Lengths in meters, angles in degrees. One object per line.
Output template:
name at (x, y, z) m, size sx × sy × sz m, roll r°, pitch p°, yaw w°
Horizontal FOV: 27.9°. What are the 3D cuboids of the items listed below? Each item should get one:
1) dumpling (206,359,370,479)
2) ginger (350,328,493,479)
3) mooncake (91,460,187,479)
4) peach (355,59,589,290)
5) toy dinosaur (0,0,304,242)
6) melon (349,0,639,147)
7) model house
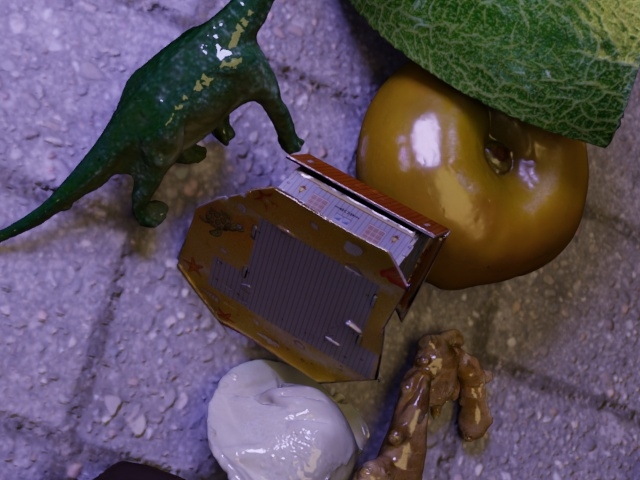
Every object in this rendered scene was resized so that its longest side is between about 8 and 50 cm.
dumpling at (-0.038, 0.178, 1.179) m, size 0.111 × 0.181 × 0.155 m, roll -43°, pitch 73°, yaw 6°
ginger at (0.100, 0.177, 1.284) m, size 0.193 × 0.052 × 0.176 m, roll 3°, pitch 86°, yaw -46°
mooncake at (-0.281, 0.312, 0.978) m, size 0.394 × 0.393 × 0.246 m, roll -2°, pitch 87°, yaw 11°
peach at (0.150, -0.074, 1.278) m, size 0.251 × 0.153 × 0.251 m, roll 10°, pitch 67°, yaw -25°
toy dinosaur at (-0.115, -0.164, 1.070) m, size 0.447 × 0.087 × 0.301 m, roll -31°, pitch 143°, yaw -16°
melon at (0.151, -0.229, 1.210) m, size 0.323 × 0.124 × 0.196 m, roll 20°, pitch 99°, yaw 9°
model house at (0.000, 0.000, 1.173) m, size 0.219 × 0.207 × 0.136 m, roll 29°, pitch 49°, yaw 14°
